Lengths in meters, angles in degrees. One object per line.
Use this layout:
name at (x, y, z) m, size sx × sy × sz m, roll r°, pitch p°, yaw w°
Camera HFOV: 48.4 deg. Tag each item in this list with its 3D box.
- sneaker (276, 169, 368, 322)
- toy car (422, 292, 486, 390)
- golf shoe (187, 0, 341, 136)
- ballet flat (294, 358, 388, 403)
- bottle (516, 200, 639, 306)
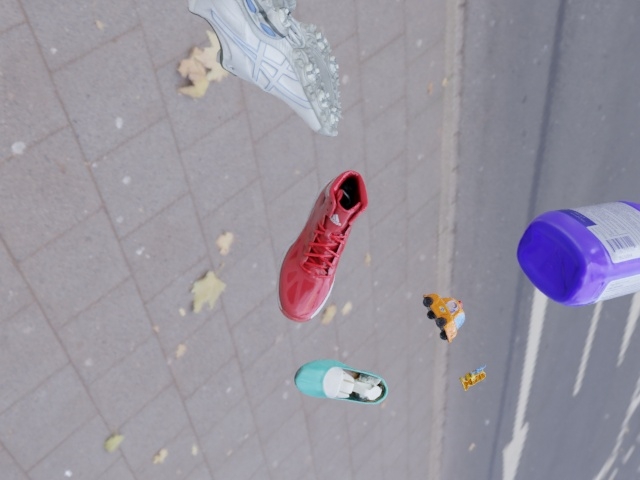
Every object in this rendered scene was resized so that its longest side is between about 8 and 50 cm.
sneaker at (0.000, 0.000, 0.974) m, size 0.128 × 0.087 × 0.221 m, roll 120°, pitch -13°, yaw -76°
toy car at (0.157, 0.110, 0.821) m, size 0.040 × 0.060 × 0.122 m, roll -28°, pitch 122°, yaw -1°
golf shoe at (-0.041, -0.155, 0.602) m, size 0.176 × 0.086 × 0.069 m, roll 56°, pitch 35°, yaw -40°
ballet flat at (0.058, 0.306, 1.528) m, size 0.247 × 0.087 × 0.083 m, roll 18°, pitch 82°, yaw -42°
bottle at (0.376, 0.006, 0.884) m, size 0.282 × 0.118 × 0.092 m, roll -9°, pitch 133°, yaw -33°
